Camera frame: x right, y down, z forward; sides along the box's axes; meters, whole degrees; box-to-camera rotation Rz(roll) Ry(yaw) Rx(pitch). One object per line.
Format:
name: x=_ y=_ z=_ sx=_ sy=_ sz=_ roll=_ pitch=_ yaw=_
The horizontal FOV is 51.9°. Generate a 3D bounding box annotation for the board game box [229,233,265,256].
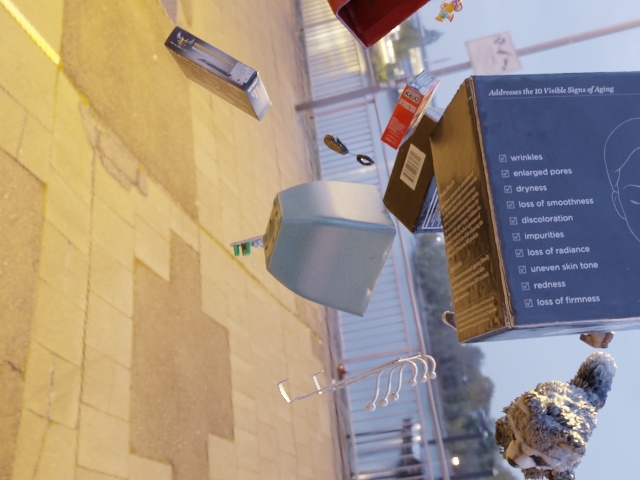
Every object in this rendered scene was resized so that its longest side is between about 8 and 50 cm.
board game box: x=-0.042 y=-0.003 z=2.255 sx=0.390 sy=0.390 sz=0.050 roll=0 pitch=79 yaw=-56

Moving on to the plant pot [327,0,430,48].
plant pot: x=0.117 y=-0.662 z=1.558 sx=0.236 sy=0.267 sz=0.267 roll=58 pitch=15 yaw=14

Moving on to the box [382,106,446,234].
box: x=0.361 y=-0.185 z=1.760 sx=0.183 sy=0.294 sz=0.296 roll=52 pitch=-46 yaw=49

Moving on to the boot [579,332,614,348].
boot: x=0.820 y=0.266 z=1.940 sx=0.042 sy=0.087 sz=0.118 roll=-54 pitch=153 yaw=-54

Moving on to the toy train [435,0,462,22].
toy train: x=0.413 y=-0.726 z=1.990 sx=0.125 sy=0.046 sz=0.166 roll=-65 pitch=-168 yaw=-24

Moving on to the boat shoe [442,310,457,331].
boat shoe: x=0.420 y=0.249 z=1.952 sx=0.142 sy=0.040 sz=0.049 roll=28 pitch=68 yaw=-30

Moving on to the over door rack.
over door rack: x=0.098 y=0.346 z=1.555 sx=0.239 sy=0.324 sz=0.108 roll=21 pitch=57 yaw=-69

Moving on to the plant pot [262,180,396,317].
plant pot: x=0.000 y=0.000 z=1.566 sx=0.248 sy=0.252 sz=0.247 roll=-105 pitch=-151 yaw=-59

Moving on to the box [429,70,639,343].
box: x=0.505 y=-0.059 z=1.299 sx=0.297 sy=0.480 sz=0.472 roll=115 pitch=-29 yaw=-75

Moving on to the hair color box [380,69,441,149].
hair color box: x=0.207 y=-0.300 z=1.521 sx=0.093 sy=0.053 sz=0.167 roll=-46 pitch=166 yaw=-40

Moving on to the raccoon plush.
raccoon plush: x=0.555 y=0.354 z=1.508 sx=0.446 sy=0.216 sz=0.299 roll=-54 pitch=157 yaw=-28

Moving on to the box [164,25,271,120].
box: x=-0.236 y=-0.389 z=1.549 sx=0.056 sy=0.231 sz=0.183 roll=-57 pitch=168 yaw=-6

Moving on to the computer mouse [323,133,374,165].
computer mouse: x=0.100 y=-0.313 z=2.249 sx=0.242 sy=0.041 sz=0.071 roll=33 pitch=-16 yaw=36
